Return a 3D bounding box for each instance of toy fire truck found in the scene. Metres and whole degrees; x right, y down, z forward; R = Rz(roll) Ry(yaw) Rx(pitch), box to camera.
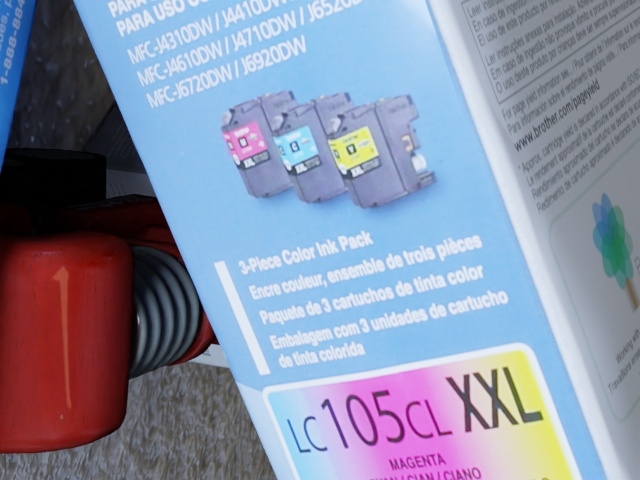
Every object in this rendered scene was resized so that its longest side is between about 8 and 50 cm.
[{"bbox_3d":[-0.080,0.052,0.601,0.217,0.246,0.159,-15,111,-67],"label":"toy fire truck"}]

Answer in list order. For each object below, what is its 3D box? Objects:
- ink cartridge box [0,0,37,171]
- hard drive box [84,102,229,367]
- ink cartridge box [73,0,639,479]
[{"bbox_3d":[-0.221,-0.056,0.366,0.307,0.129,0.223,30,70,-68],"label":"ink cartridge box"},{"bbox_3d":[0.000,0.000,0.807,0.181,0.232,0.089,76,31,-45],"label":"hard drive box"},{"bbox_3d":[0.039,-0.122,0.539,0.270,0.151,0.396,-35,108,-53],"label":"ink cartridge box"}]
